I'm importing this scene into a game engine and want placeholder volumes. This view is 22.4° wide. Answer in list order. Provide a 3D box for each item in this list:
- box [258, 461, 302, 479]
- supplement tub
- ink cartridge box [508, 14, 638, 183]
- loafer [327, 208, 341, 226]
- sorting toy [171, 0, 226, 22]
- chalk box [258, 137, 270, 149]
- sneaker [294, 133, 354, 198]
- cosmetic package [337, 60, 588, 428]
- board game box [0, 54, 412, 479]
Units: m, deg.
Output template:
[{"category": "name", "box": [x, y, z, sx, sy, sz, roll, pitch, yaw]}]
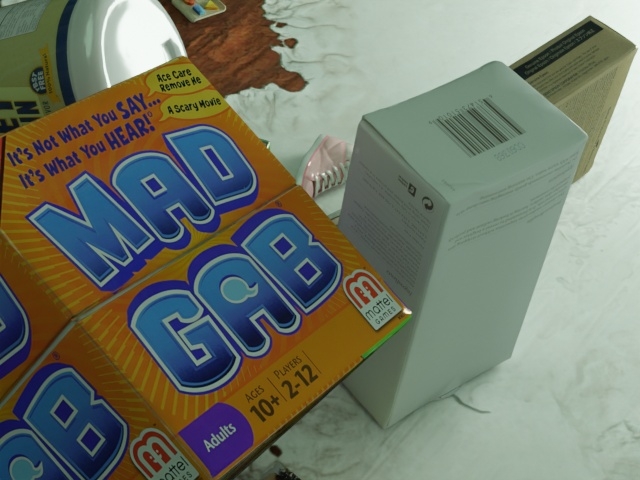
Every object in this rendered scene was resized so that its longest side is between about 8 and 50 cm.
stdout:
[{"category": "box", "box": [0.010, 0.341, 1.719, 0.232, 0.058, 0.087, 36, 51, 21]}, {"category": "supplement tub", "box": [-0.339, -0.176, 1.957, 0.316, 0.228, 0.228, -9, 39, 27]}, {"category": "ink cartridge box", "box": [0.298, -0.153, 2.117, 0.088, 0.234, 0.193, 38, 51, 23]}, {"category": "loafer", "box": [0.000, 0.000, 2.053, 0.125, 0.045, 0.039, -31, 66, -36]}, {"category": "sorting toy", "box": [-0.186, -0.355, 2.374, 0.062, 0.012, 0.083, -27, 57, -30]}, {"category": "chalk box", "box": [-0.141, -0.054, 2.017, 0.132, 0.132, 0.213, 13, 45, 3]}, {"category": "sneaker", "box": [0.012, -0.089, 2.132, 0.070, 0.051, 0.134, 16, 42, 12]}, {"category": "cosmetic package", "box": [0.137, 0.011, 1.832, 0.217, 0.385, 0.156, -24, 56, -32]}, {"category": "board game box", "box": [-0.209, 0.103, 1.580, 0.356, 0.356, 0.356, 48, 38, 5]}]
